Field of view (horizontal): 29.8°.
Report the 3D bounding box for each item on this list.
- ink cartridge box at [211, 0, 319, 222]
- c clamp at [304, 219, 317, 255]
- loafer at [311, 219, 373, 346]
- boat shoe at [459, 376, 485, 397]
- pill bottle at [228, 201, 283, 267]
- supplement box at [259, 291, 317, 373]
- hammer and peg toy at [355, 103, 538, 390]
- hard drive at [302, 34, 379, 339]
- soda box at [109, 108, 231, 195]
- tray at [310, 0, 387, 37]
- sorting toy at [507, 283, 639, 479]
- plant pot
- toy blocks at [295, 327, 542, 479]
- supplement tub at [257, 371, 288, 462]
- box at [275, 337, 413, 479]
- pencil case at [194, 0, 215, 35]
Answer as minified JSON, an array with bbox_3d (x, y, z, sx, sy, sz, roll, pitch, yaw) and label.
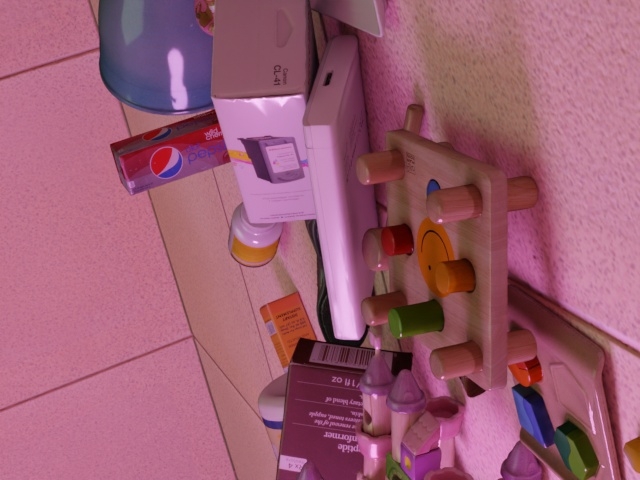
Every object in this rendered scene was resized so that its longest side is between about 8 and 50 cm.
[{"bbox_3d":[-0.064,-0.197,1.691,0.306,0.131,0.226,76,-169,-58],"label":"ink cartridge box"},{"bbox_3d":[0.000,0.000,2.121,0.137,0.022,0.161,150,99,-74],"label":"c clamp"},{"bbox_3d":[0.035,0.053,1.984,0.084,0.096,0.268,-97,1,-66],"label":"loafer"},{"bbox_3d":[0.194,0.146,1.584,0.049,0.056,0.152,48,154,41],"label":"boat shoe"},{"bbox_3d":[-0.127,-0.022,2.373,0.184,0.103,0.103,110,137,-67],"label":"pill bottle"},{"bbox_3d":[-0.043,0.229,2.457,0.233,0.078,0.080,68,161,3],"label":"supplement box"},{"bbox_3d":[0.118,-0.005,1.436,0.361,0.127,0.266,-144,47,-61],"label":"hammer and peg toy"},{"bbox_3d":[0.034,-0.071,1.661,0.233,0.047,0.353,-76,-19,-51],"label":"hard drive"},{"bbox_3d":[-0.271,-0.180,2.357,0.083,0.263,0.092,-137,31,-59],"label":"soda box"},{"bbox_3d":[0.023,-0.359,1.575,0.270,0.030,0.145,-139,33,-60],"label":"tray"},{"bbox_3d":[0.289,0.206,1.363,0.307,0.041,0.229,-137,31,-59],"label":"sorting toy"},{"bbox_3d":[-0.246,-0.391,1.982,0.255,0.271,0.272,90,155,-49],"label":"plant pot"},{"bbox_3d":[0.108,0.296,1.608,0.288,0.308,0.260,-137,40,-57],"label":"toy blocks"},{"bbox_3d":[0.042,0.376,2.071,0.228,0.228,0.316,-168,59,-72],"label":"supplement tub"},{"bbox_3d":[0.027,0.360,1.882,0.143,0.191,0.381,-66,-17,-75],"label":"box"},{"bbox_3d":[-0.126,-0.475,1.706,0.160,0.167,0.386,19,140,20],"label":"pencil case"}]
